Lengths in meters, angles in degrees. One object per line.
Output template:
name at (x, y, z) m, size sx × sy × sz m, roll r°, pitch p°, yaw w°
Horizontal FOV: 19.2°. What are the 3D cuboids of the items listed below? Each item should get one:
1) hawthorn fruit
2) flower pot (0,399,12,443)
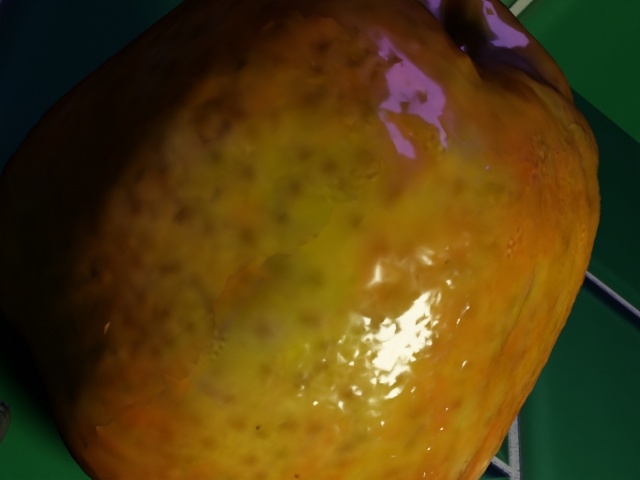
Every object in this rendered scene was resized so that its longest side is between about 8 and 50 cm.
hawthorn fruit at (0.000, 0.000, 1.434) m, size 0.471 × 0.472 × 0.472 m, roll 34°, pitch 29°, yaw -22°
flower pot at (-0.338, 0.128, 0.977) m, size 0.267 × 0.266 × 0.266 m, roll 33°, pitch 27°, yaw -2°
